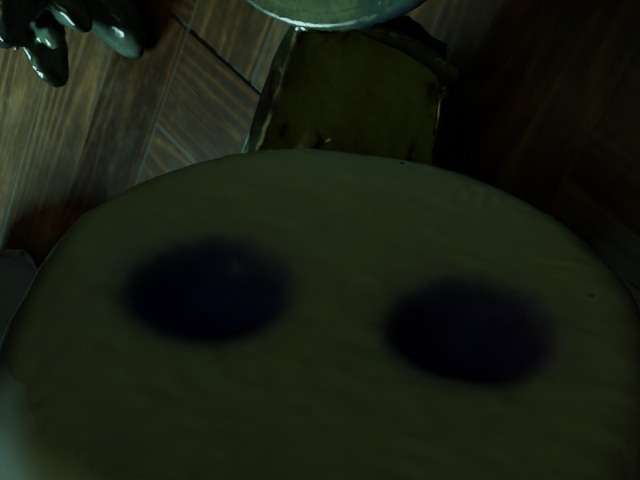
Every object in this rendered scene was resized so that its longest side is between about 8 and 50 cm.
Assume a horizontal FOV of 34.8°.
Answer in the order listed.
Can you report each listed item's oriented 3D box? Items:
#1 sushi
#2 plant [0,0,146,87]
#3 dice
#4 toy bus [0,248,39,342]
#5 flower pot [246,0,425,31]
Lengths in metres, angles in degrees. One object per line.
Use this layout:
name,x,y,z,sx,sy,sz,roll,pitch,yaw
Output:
sushi,-0.001,0.003,0.606,0.131,0.139,0.291,-86,18,-68
plant,-0.242,-0.244,0.798,0.275,0.146,0.149,62,144,22
dice,-0.003,0.131,0.468,0.251,0.243,0.259,9,127,6
toy bus,-0.300,0.183,0.905,0.162,0.171,0.386,-18,81,35
flower pot,0.078,-0.194,0.440,0.212,0.202,0.212,9,102,46
